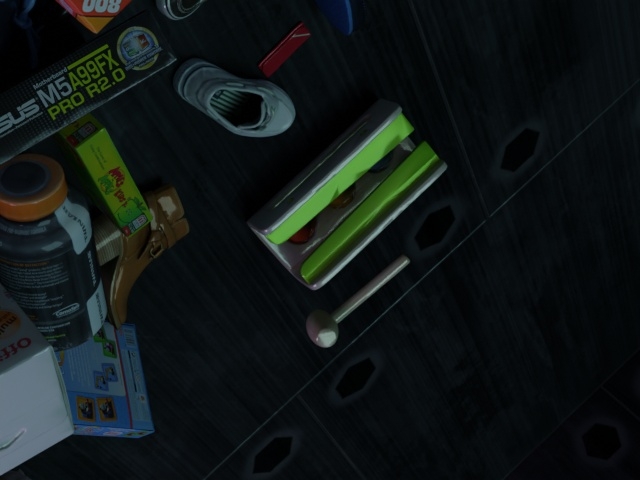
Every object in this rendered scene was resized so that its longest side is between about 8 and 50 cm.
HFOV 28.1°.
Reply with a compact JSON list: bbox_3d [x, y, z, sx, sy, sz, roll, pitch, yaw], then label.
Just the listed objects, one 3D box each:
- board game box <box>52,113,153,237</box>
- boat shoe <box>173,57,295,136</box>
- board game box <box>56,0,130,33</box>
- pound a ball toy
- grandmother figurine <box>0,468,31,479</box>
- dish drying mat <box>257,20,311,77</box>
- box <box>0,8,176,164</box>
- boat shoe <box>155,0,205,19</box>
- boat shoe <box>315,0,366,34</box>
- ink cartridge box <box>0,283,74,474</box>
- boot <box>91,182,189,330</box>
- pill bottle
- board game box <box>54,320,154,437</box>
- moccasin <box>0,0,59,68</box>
[{"bbox_3d":[-0.270,-0.090,1.542,0.043,0.092,0.181,-39,146,-14],"label":"board game box"},{"bbox_3d":[-0.099,-0.168,1.666,0.226,0.076,0.083,11,116,-52],"label":"boat shoe"},{"bbox_3d":[-0.218,-0.458,0.970,0.356,0.356,0.356,-44,144,-6],"label":"board game box"},{"bbox_3d":[0.041,-0.027,1.885,0.319,0.136,0.208,-44,111,-5],"label":"pound a ball toy"},{"bbox_3d":[-0.501,0.319,1.652,0.342,0.104,0.208,27,68,-45],"label":"grandmother figurine"},{"bbox_3d":[-0.048,-0.253,1.698,0.083,0.008,0.032,-46,147,-2],"label":"dish drying mat"},{"bbox_3d":[-0.288,-0.148,1.331,0.216,0.270,0.060,-34,104,-18],"label":"box"},{"bbox_3d":[-0.109,-0.343,1.481,0.219,0.070,0.078,-53,146,9],"label":"boat shoe"},{"bbox_3d":[0.029,-0.365,1.582,0.089,0.109,0.258,-40,148,-17],"label":"boat shoe"},{"bbox_3d":[-0.424,0.145,1.485,0.171,0.232,0.168,-31,143,-24],"label":"ink cartridge box"},{"bbox_3d":[-0.242,0.024,1.713,0.152,0.073,0.197,-34,147,-26],"label":"boot"},{"bbox_3d":[-0.335,0.012,1.540,0.130,0.130,0.246,-29,143,-25],"label":"pill bottle"},{"bbox_3d":[-0.319,0.180,1.714,0.039,0.160,0.211,-25,157,28],"label":"board game box"},{"bbox_3d":[-0.350,-0.213,1.297,0.342,0.117,0.138,-37,150,-12],"label":"moccasin"}]
